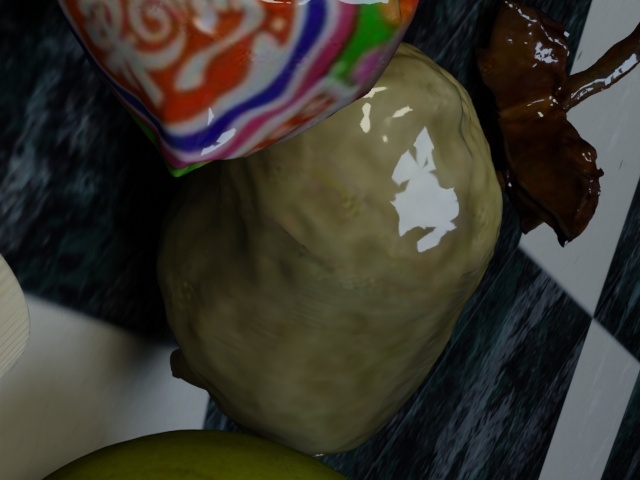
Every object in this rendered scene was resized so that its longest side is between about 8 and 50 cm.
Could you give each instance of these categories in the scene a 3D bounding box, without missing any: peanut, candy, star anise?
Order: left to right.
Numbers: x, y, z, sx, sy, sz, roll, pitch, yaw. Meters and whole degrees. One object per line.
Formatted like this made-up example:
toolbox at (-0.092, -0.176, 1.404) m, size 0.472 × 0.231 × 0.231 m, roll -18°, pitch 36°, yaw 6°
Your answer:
peanut at (0.000, 0.000, 0.767) m, size 0.129 × 0.129 × 0.224 m, roll -47°, pitch 165°, yaw -40°
candy at (0.010, -0.130, 0.711) m, size 0.365 × 0.124 × 0.124 m, roll -45°, pitch 155°, yaw -63°
star anise at (0.157, -0.079, 1.102) m, size 0.158 × 0.144 × 0.140 m, roll -152°, pitch -127°, yaw -80°

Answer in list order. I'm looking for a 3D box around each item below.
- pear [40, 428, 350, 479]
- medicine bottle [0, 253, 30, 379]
pear at (-0.049, 0.180, 0.756) m, size 0.212 × 0.212 × 0.269 m, roll -64°, pitch 154°, yaw -1°
medicine bottle at (-0.171, 0.082, 0.458) m, size 0.252 × 0.114 × 0.114 m, roll -50°, pitch 156°, yaw -37°
